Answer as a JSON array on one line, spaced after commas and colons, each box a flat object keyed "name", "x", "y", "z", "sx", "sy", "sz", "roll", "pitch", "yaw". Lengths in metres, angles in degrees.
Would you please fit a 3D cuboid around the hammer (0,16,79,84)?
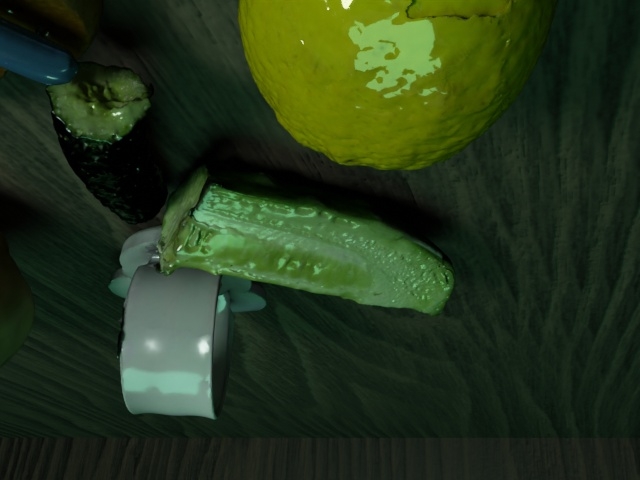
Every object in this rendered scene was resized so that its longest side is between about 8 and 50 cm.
[{"name": "hammer", "x": -0.233, "y": -0.135, "z": 0.417, "sx": 0.116, "sy": 0.069, "sz": 0.194, "roll": -19, "pitch": 155, "yaw": 39}]

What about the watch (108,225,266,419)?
[{"name": "watch", "x": -0.179, "y": 0.111, "z": 0.884, "sx": 0.211, "sy": 0.217, "sz": 0.248, "roll": 5, "pitch": 154, "yaw": -2}]

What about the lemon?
[{"name": "lemon", "x": 0.041, "y": -0.129, "z": 0.398, "sx": 0.181, "sy": 0.180, "sz": 0.193, "roll": -2, "pitch": 133, "yaw": 11}]

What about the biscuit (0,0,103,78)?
[{"name": "biscuit", "x": -0.287, "y": -0.196, "z": 0.429, "sx": 0.314, "sy": 0.063, "sz": 0.367, "roll": 13, "pitch": 154, "yaw": -28}]

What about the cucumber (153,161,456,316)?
[{"name": "cucumber", "x": 0.001, "y": -0.003, "z": 0.762, "sx": 0.325, "sy": 0.105, "sz": 0.145, "roll": 14, "pitch": 126, "yaw": -22}]

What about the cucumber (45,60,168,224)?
[{"name": "cucumber", "x": -0.180, "y": -0.069, "z": 0.634, "sx": 0.081, "sy": 0.072, "sz": 0.303, "roll": 8, "pitch": 167, "yaw": -9}]

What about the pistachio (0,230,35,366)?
[{"name": "pistachio", "x": -0.536, "y": 0.056, "z": 0.744, "sx": 0.446, "sy": 0.281, "sz": 0.365, "roll": 3, "pitch": 129, "yaw": -16}]
